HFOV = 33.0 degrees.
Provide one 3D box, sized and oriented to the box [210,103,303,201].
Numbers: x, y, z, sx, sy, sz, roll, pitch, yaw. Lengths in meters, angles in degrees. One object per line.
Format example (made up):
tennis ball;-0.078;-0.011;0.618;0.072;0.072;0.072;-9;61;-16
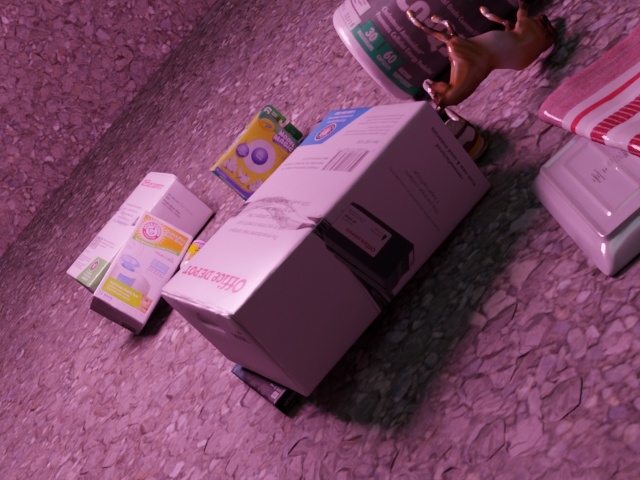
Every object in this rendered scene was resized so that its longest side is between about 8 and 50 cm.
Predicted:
box;-0.119;-0.173;2.123;0.179;0.105;0.043;-52;17;-10

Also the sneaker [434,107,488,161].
sneaker;0.182;-0.170;1.612;0.069;0.084;0.185;-49;23;-2

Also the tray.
tray;0.332;-0.068;1.254;0.145;0.030;0.270;-42;23;11

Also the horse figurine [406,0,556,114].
horse figurine;0.252;-0.295;1.604;0.263;0.066;0.174;-17;55;-18

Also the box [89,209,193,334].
box;-0.347;0.062;2.090;0.203;0.114;0.103;-62;7;-23

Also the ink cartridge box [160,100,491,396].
ink cartridge box;0.000;0.000;1.512;0.395;0.166;0.285;-47;22;-16

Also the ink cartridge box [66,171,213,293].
ink cartridge box;-0.382;0.004;2.280;0.289;0.121;0.211;-52;23;-10

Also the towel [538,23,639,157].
towel;0.417;-0.191;1.250;0.237;0.037;0.329;-41;23;-3

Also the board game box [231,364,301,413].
board game box;-0.052;0.169;1.553;0.126;0.026;0.186;-50;23;-9

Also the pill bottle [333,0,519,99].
pill bottle;0.214;-0.422;1.808;0.361;0.204;0.204;-40;24;19

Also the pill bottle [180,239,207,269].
pill bottle;-0.242;0.042;2.073;0.043;0.043;0.083;-25;32;42
